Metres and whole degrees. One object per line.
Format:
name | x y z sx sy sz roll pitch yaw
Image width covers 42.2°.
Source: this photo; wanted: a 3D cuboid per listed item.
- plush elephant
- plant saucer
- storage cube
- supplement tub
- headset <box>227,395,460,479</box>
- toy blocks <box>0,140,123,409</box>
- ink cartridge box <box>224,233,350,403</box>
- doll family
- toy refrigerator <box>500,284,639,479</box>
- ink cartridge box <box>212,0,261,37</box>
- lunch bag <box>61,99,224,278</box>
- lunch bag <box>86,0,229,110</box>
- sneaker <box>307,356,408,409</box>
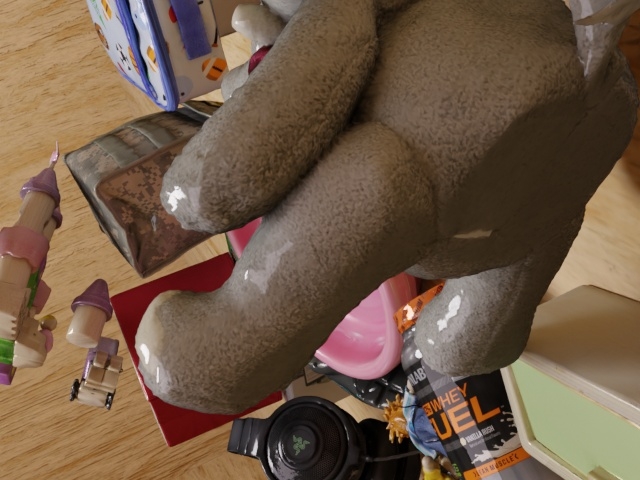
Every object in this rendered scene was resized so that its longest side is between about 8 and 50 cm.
plush elephant | 0.022 -0.102 0.450 0.255 0.271 0.330 53 131 34
plant saucer | 0.000 0.000 0.955 0.332 0.084 0.332 40 149 31
storage cube | -0.184 0.168 1.260 0.184 0.193 0.215 89 157 -56
supplement tub | 0.142 0.125 0.682 0.191 0.116 0.117 62 165 15
headset | 0.034 0.317 1.104 0.394 0.243 0.185 -10 62 50
toy blocks | -0.404 0.046 1.185 0.289 0.308 0.260 122 161 -53
ink cartridge box | -0.044 0.107 1.298 0.211 0.121 0.289 55 162 40
doll family | 0.130 0.221 0.857 0.263 0.118 0.163 70 162 -5
toy refrigerator | 0.210 0.116 0.475 0.269 0.094 0.102 27 138 67
ink cartridge box | -0.146 -0.360 1.035 0.191 0.082 0.140 54 160 43
lunch bag | -0.181 -0.105 1.148 0.235 0.287 0.169 32 148 59
lunch bag | -0.208 -0.312 0.952 0.243 0.114 0.304 43 153 49
sneaker | 0.081 0.166 1.059 0.106 0.101 0.267 39 170 -27
